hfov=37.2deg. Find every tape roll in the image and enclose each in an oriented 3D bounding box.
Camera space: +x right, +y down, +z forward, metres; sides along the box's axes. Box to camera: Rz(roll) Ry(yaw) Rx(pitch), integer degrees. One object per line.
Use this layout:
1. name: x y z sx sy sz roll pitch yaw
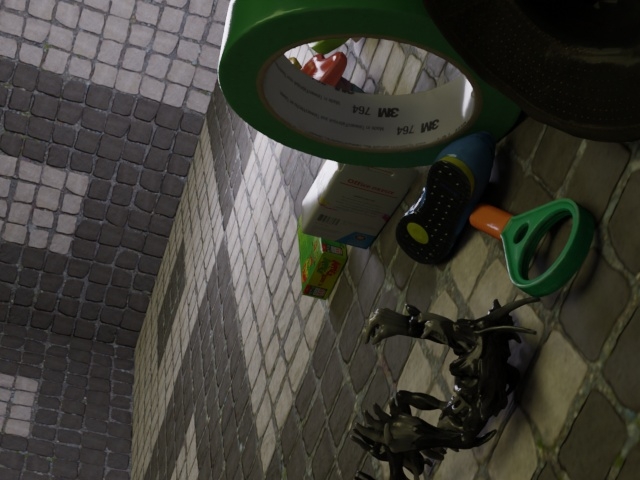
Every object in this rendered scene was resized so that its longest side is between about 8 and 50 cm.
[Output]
1. tape roll: 0.054 -0.182 1.011 0.321 0.321 0.077 137 144 -62

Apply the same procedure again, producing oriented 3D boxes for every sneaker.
1. sneaker: 0.147 -0.046 1.078 0.082 0.069 0.209 -44 -13 -31

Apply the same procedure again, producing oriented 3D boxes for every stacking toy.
1. stacking toy: 0.033 -0.284 1.657 0.279 0.130 0.309 -48 22 2

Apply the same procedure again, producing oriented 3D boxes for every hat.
1. hat: 0.231 -0.252 0.739 0.134 0.331 0.331 -40 -10 -39

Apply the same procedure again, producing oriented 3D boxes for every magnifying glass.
1. magnifying glass: 0.192 -0.006 0.909 0.092 0.026 0.231 -59 13 4

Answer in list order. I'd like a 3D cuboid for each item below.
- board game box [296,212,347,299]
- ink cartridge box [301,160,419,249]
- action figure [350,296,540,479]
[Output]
1. board game box: 0.000 0.000 1.547 0.181 0.043 0.092 -96 25 -51
2. ink cartridge box: 0.053 -0.072 1.317 0.181 0.104 0.062 123 155 -47
3. action figure: 0.101 0.147 0.913 0.164 0.141 0.276 -78 10 -53
